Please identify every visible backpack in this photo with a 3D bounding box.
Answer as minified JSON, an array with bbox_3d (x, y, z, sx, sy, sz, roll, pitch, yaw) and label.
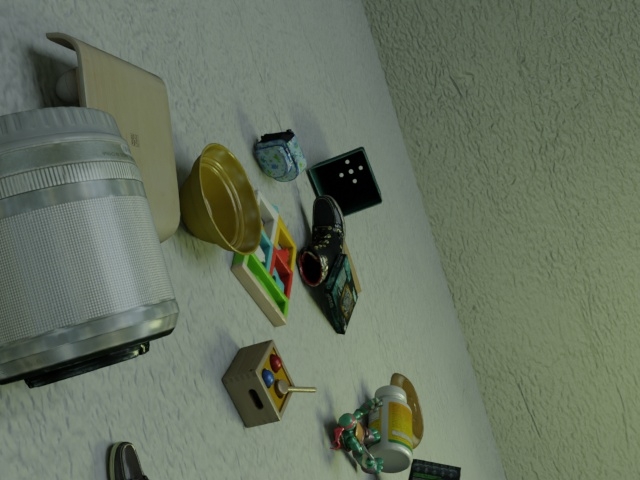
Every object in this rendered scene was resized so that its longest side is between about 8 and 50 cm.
[{"bbox_3d":[-0.097,-0.196,1.690,0.084,0.105,0.114,-54,128,-39],"label":"backpack"}]

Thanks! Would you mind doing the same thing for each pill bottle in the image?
[{"bbox_3d":[0.181,0.487,1.826,0.118,0.117,0.208,59,23,-33],"label":"pill bottle"}]

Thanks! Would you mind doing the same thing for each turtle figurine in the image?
[{"bbox_3d":[0.094,0.449,1.627,0.234,0.118,0.175,69,30,-51],"label":"turtle figurine"}]

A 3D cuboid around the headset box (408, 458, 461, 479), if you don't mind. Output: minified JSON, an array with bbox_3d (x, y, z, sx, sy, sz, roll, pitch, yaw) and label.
[{"bbox_3d":[0.261,0.712,1.703,0.283,0.131,0.247,-52,146,-66],"label":"headset box"}]

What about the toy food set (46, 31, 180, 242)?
[{"bbox_3d":[-0.323,-0.145,1.078,0.219,0.092,0.306,7,75,-70],"label":"toy food set"}]

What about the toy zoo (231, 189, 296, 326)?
[{"bbox_3d":[-0.116,0.021,1.550,0.192,0.030,0.293,58,24,-35],"label":"toy zoo"}]

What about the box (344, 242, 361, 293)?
[{"bbox_3d":[0.057,0.082,1.981,0.201,0.021,0.165,-9,82,-70],"label":"box"}]

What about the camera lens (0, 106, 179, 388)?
[{"bbox_3d":[-0.294,0.014,0.792,0.219,0.219,0.275,-7,80,-70],"label":"camera lens"}]

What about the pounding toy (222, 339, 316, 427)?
[{"bbox_3d":[-0.091,0.269,1.301,0.141,0.100,0.130,66,21,-17],"label":"pounding toy"}]

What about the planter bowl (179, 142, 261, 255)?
[{"bbox_3d":[-0.201,-0.065,1.305,0.217,0.090,0.217,-17,90,-71],"label":"planter bowl"}]

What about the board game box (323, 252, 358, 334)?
[{"bbox_3d":[0.055,0.139,1.800,0.186,0.026,0.126,74,31,-46],"label":"board game box"}]

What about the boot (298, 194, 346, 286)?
[{"bbox_3d":[0.002,0.001,1.783,0.178,0.085,0.237,-10,94,-70],"label":"boot"}]

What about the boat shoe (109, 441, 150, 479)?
[{"bbox_3d":[-0.237,0.338,0.923,0.056,0.049,0.152,1,73,-69],"label":"boat shoe"}]

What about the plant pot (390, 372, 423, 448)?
[{"bbox_3d":[0.275,0.526,2.174,0.236,0.032,0.236,52,28,-43],"label":"plant pot"}]

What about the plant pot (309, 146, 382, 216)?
[{"bbox_3d":[0.085,-0.184,2.087,0.234,0.165,0.166,-66,136,-73],"label":"plant pot"}]
